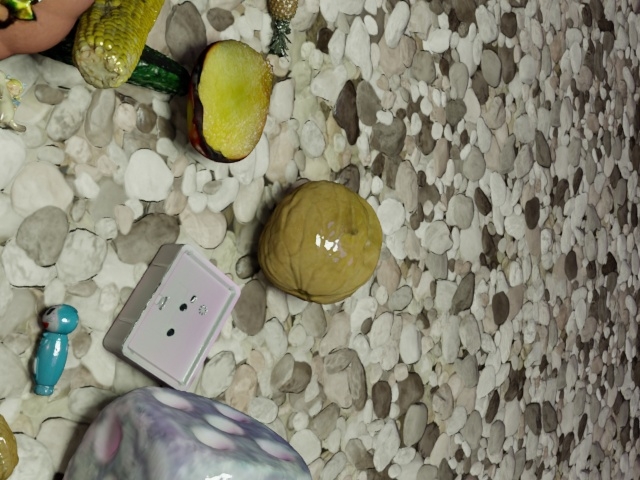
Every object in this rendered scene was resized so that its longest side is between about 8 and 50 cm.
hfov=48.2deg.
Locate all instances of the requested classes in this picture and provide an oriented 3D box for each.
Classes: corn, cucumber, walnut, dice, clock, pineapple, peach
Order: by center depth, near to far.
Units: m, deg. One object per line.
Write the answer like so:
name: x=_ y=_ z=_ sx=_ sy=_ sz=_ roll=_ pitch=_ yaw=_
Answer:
walnut: x=-0.435 y=0.274 z=0.930 sx=0.079 sy=0.082 sz=0.096 roll=-40 pitch=122 yaw=-69
corn: x=-0.269 y=-0.302 z=0.965 sx=0.097 sy=0.097 sz=0.320 roll=51 pitch=23 yaw=-35
dice: x=-0.192 y=0.383 z=1.015 sx=0.270 sy=0.271 sz=0.270 roll=26 pitch=88 yaw=-42
cucumber: x=-0.295 y=-0.268 z=1.049 sx=0.293 sy=0.067 sz=0.068 roll=11 pitch=85 yaw=-46
clock: x=-0.232 y=0.120 z=1.137 sx=0.150 sy=0.063 sz=0.197 roll=46 pitch=61 yaw=-37
peach: x=-0.158 y=-0.235 z=1.179 sx=0.279 sy=0.068 sz=0.189 roll=-54 pitch=138 yaw=-53
walnut: x=0.000 y=0.000 z=1.275 sx=0.228 sy=0.228 sz=0.228 roll=-4 pitch=95 yaw=-46
pineapple: x=-0.072 y=-0.388 z=1.289 sx=0.058 sy=0.058 sz=0.124 roll=-7 pitch=111 yaw=-45

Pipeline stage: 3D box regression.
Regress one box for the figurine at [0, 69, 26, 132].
figurine: x=-0.417 y=-0.186 z=0.948 sx=0.050 sy=0.047 sz=0.083 roll=2 pitch=84 yaw=-61

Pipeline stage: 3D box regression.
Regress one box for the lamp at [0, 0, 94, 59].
lamp: x=-0.398 y=-0.359 z=0.811 sx=0.305 sy=0.240 sz=0.305 roll=-10 pitch=129 yaw=-13

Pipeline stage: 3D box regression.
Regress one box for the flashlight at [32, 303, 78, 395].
flashlight: x=-0.373 y=0.153 z=1.005 sx=0.051 sy=0.051 sz=0.129 roll=13 pitch=85 yaw=-45
